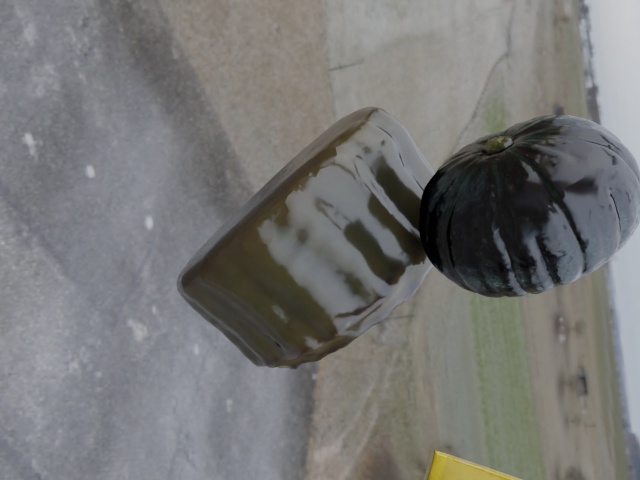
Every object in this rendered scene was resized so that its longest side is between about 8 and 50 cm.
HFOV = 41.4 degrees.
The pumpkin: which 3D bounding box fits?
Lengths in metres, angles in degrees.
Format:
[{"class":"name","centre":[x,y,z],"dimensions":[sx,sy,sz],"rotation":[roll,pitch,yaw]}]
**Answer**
[{"class":"pumpkin","centre":[0.180,-0.031,0.735],"dimensions":[0.150,0.194,0.194],"rotation":[48,23,-1]}]

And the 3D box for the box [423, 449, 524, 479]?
[{"class":"box","centre":[0.181,0.254,0.559],"dimensions":[0.043,0.269,0.152],"rotation":[72,36,-75]}]

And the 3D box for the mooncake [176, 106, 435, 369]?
[{"class":"mooncake","centre":[0.000,0.000,0.887],"dimensions":[0.161,0.290,0.290],"rotation":[49,26,-9]}]
